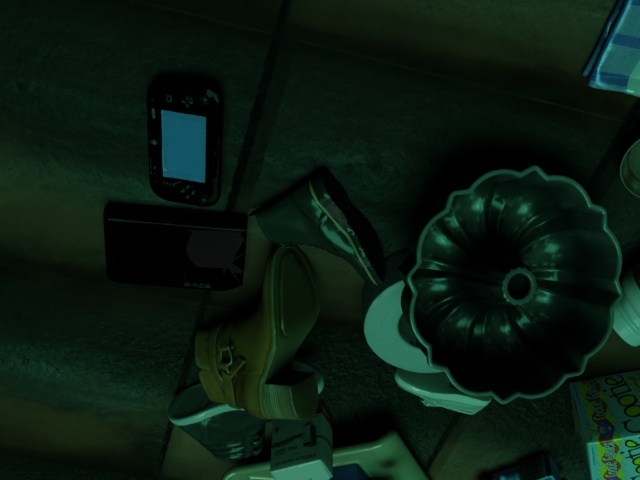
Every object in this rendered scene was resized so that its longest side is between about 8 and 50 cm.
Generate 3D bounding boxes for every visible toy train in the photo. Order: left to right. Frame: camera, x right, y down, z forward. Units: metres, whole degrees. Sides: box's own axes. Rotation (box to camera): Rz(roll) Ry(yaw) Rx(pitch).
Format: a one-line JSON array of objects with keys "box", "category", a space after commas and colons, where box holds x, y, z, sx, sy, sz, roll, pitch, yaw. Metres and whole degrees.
[{"box": [0.384, 0.479, 1.719, 0.184, 0.080, 0.105, -24, 116, 21], "category": "toy train"}]

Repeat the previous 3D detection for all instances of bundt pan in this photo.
[{"box": [0.255, 0.055, 1.276, 0.330, 0.124, 0.331, -2, 98, -15], "category": "bundt pan"}]

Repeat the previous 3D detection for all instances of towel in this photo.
[{"box": [0.506, -0.256, 1.146, 0.284, 0.034, 0.209, 12, 127, -9], "category": "towel"}]

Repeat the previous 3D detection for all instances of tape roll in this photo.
[{"box": [0.176, 0.111, 1.420, 0.219, 0.072, 0.219, 0, 130, 0], "category": "tape roll"}]

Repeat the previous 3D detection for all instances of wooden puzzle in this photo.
[{"box": [0.028, 0.499, 1.700, 0.347, 0.081, 0.322, -18, 136, 13], "category": "wooden puzzle"}]

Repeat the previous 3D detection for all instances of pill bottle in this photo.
[{"box": [0.539, 0.065, 1.350, 0.121, 0.121, 0.216, 35, 121, -25], "category": "pill bottle"}]

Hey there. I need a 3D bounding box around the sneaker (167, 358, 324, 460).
[{"box": [-0.105, 0.298, 1.559, 0.295, 0.105, 0.147, -18, 129, 21], "category": "sneaker"}]

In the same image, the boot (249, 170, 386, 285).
[{"box": [0.000, 0.000, 1.339, 0.137, 0.077, 0.198, -24, 112, 24], "category": "boot"}]

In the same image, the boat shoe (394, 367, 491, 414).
[{"box": [0.205, 0.263, 1.555, 0.184, 0.066, 0.063, 12, 128, -22], "category": "boat shoe"}]

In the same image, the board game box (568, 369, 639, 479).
[{"box": [0.585, 0.314, 1.537, 0.275, 0.144, 0.142, -12, 127, 9], "category": "board game box"}]

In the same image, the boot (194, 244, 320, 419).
[{"box": [-0.108, 0.144, 1.430, 0.220, 0.109, 0.284, 1, 103, 42], "category": "boot"}]

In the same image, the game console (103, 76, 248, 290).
[{"box": [-0.209, -0.073, 1.290, 0.213, 0.044, 0.361, 4, 128, -3], "category": "game console"}]

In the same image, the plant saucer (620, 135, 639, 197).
[{"box": [0.502, -0.116, 1.245, 0.168, 0.029, 0.168, 2, 140, 2], "category": "plant saucer"}]

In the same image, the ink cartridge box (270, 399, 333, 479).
[{"box": [-0.033, 0.360, 1.581, 0.099, 0.135, 0.056, -17, 127, 13], "category": "ink cartridge box"}]
